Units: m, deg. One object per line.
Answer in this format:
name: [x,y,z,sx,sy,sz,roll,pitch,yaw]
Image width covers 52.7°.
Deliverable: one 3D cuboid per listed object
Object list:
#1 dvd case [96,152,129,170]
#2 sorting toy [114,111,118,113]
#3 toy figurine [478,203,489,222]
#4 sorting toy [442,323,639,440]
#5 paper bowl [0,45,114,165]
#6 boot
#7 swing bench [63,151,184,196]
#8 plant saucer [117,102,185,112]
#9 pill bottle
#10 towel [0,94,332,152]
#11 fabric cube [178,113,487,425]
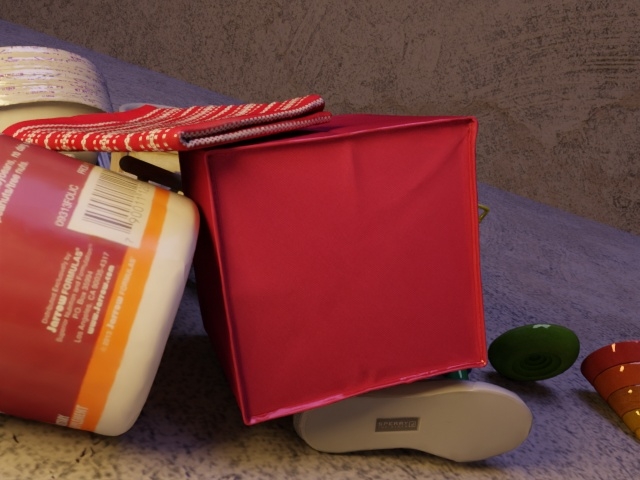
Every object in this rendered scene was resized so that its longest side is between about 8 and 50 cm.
dvd case: [-0.325,-0.133,1.263,0.221,0.018,0.164,3,48,-38]
sorting toy: [-0.583,-0.320,1.661,0.196,0.047,0.348,26,19,27]
toy figurine: [0.126,-0.056,1.318,0.363,0.191,0.217,12,13,-21]
sorting toy: [0.326,0.202,0.890,0.366,0.127,0.126,11,48,-11]
paper bowl: [-0.459,-0.163,0.993,0.284,0.148,0.284,-16,-8,-2]
boot: [0.092,0.167,0.710,0.258,0.095,0.123,7,19,-13]
swing bench: [-0.262,-0.055,0.863,0.253,0.165,0.255,11,14,25]
plant saucer: [-0.294,-0.229,1.570,0.401,0.100,0.400,15,17,-5]
pill bottle: [-0.320,0.009,0.533,0.392,0.224,0.224,19,16,-16]
towel: [-0.154,-0.112,0.623,0.275,0.031,0.199,6,19,38]
fabric cube: [0.000,0.000,0.692,0.259,0.254,0.258,-9,13,-16]
